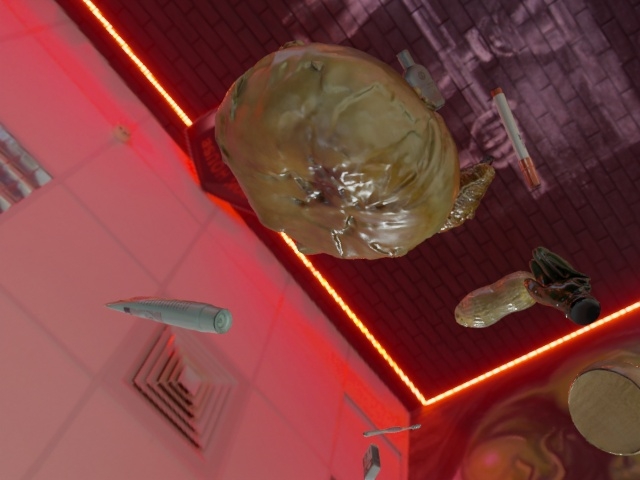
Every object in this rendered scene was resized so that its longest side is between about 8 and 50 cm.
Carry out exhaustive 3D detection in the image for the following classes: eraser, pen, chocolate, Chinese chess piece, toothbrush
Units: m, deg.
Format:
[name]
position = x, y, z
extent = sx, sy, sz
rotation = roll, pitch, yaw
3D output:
[eraser]
position = 0.137, 0.594, 1.619
extent = 0.029, 0.052, 0.122
rotation = 27, -171, -2
[pen]
position = 0.424, -0.225, 1.316
extent = 0.028, 0.028, 0.239
rotation = 8, -119, -61
[chocolate]
position = 0.585, 0.199, 1.991
extent = 0.134, 0.309, 0.134
rotation = 34, -141, -33
[Chinese chess piece]
position = 0.793, 0.447, 1.622
extent = 0.103, 0.250, 0.249
rotation = -5, -118, -40
[toothbrush]
position = 0.222, 0.588, 1.875
extent = 0.204, 0.022, 0.017
rotation = -1, -125, -23

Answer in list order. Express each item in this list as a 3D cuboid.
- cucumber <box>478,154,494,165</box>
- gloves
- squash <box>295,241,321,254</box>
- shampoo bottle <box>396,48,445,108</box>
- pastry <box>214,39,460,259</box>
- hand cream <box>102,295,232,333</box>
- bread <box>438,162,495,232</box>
[cucumber]
position = 0.447, -0.205, 1.649
extent = 0.033, 0.034, 0.135
rotation = 38, -147, 7
[gloves]
position = 0.573, 0.111, 1.448
extent = 0.107, 0.135, 0.268
rotation = 55, -170, -30
[squash]
position = 0.000, 0.000, 1.527
extent = 0.066, 0.252, 0.066
rotation = 2, -95, -25
[shampoo bottle]
position = 0.241, -0.391, 1.485
extent = 0.080, 0.040, 0.165
rotation = -31, -87, -28
[pastry]
position = 0.034, -0.142, 0.969
extent = 0.409, 0.410, 0.245
rotation = 43, -121, -31
[hand cream]
position = -0.318, 0.141, 1.252
extent = 0.085, 0.331, 0.058
rotation = -18, -70, -52
[bread]
position = 0.293, -0.087, 1.328
extent = 0.076, 0.233, 0.105
rotation = 9, -125, -17
